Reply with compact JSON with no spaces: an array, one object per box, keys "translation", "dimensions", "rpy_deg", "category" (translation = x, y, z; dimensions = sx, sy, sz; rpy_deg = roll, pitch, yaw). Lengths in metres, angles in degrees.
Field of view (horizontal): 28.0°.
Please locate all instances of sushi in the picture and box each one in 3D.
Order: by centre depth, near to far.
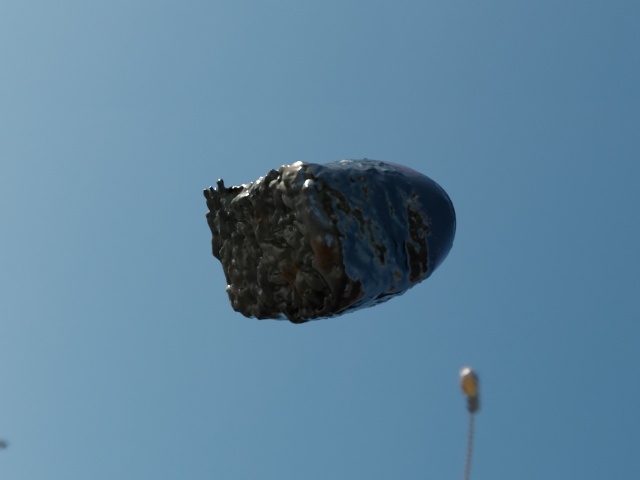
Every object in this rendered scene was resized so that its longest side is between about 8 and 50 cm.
[{"translation":[0.000,0.000,1.055],"dimensions":[0.225,0.126,0.136],"rpy_deg":[-7,-83,54],"category":"sushi"}]
